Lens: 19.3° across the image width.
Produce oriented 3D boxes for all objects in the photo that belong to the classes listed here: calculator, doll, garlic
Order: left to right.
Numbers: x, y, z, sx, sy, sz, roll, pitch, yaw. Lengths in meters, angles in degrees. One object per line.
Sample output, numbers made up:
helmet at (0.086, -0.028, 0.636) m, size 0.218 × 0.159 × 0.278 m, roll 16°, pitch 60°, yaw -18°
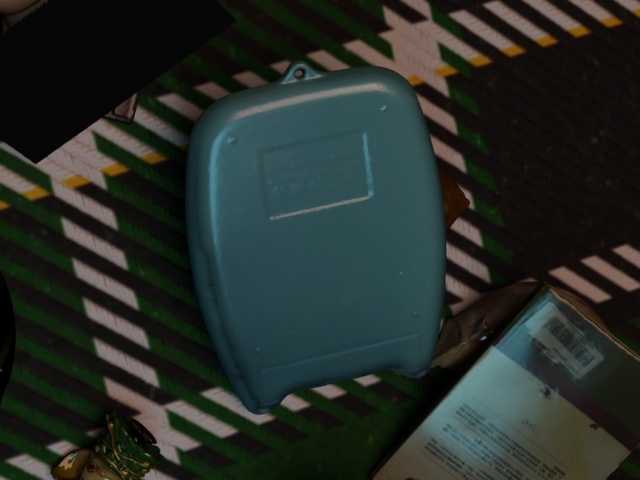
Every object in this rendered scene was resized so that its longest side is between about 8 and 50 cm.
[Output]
doll at (-0.207, 0.223, 1.864) m, size 0.078 × 0.076 × 0.113 m, roll 44°, pitch 109°, yaw 4°
calculator at (0.000, 0.000, 1.831) m, size 0.256 × 0.054 × 0.386 m, roll -12°, pitch 120°, yaw -8°
garlic at (0.261, 0.140, 2.028) m, size 0.266 × 0.148 × 0.128 m, roll 41°, pitch 44°, yaw -17°

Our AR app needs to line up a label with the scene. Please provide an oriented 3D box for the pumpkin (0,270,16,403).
pumpkin at (-0.431, 0.082, 1.666) m, size 0.295 × 0.296 × 0.296 m, roll -3°, pitch 97°, yaw -23°

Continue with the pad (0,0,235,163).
pad at (-0.215, -0.172, 1.732) m, size 0.245 × 0.006 × 0.170 m, roll -35°, pitch 144°, yaw 12°

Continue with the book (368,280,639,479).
book at (0.215, 0.204, 1.973) m, size 0.201 × 0.026 × 0.289 m, roll 38°, pitch 106°, yaw -13°

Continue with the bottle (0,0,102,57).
bottle at (-0.273, -0.260, 1.730) m, size 0.147 × 0.147 × 0.236 m, roll -48°, pitch 119°, yaw -11°

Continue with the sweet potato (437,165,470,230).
sweet potato at (0.005, -0.036, 1.897) m, size 0.291 × 0.097 × 0.097 m, roll -3°, pitch 97°, yaw -14°

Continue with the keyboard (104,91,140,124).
keyboard at (-0.189, -0.194, 1.839) m, size 0.053 × 0.010 × 0.155 m, roll 15°, pitch 90°, yaw -25°
